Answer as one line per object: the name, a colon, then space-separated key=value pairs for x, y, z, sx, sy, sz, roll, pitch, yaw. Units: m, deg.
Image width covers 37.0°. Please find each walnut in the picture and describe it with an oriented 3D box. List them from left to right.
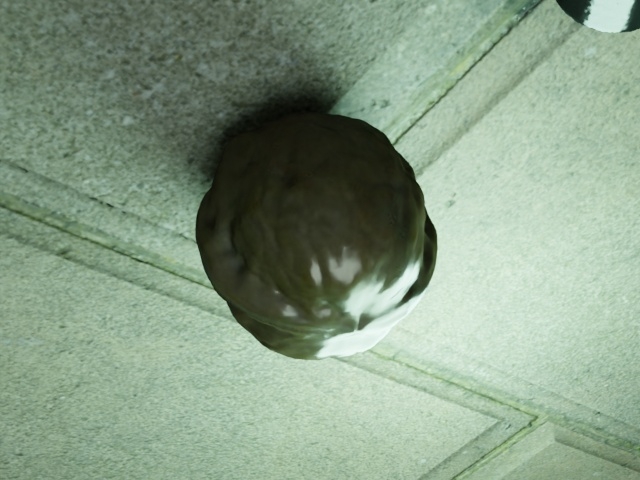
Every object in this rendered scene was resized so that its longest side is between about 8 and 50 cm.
walnut: x=-0.002 y=0.000 z=0.958 sx=0.248 sy=0.248 sz=0.248 roll=-9 pitch=138 yaw=-9

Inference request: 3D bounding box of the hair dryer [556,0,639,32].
hair dryer: x=0.167 y=-0.281 z=0.775 sx=0.302 sy=0.116 sz=0.244 roll=-4 pitch=155 yaw=3
